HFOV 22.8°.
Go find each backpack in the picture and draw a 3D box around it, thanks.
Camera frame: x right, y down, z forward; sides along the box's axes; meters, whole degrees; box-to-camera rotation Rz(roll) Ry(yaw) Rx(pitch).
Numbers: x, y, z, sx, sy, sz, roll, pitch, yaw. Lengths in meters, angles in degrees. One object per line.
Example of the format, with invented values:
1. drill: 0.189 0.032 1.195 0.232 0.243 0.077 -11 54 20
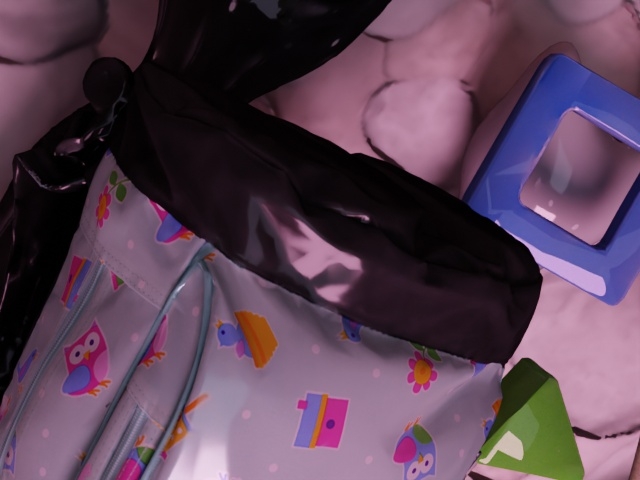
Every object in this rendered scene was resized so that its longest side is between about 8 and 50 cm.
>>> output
1. backpack: -0.031 0.059 0.445 0.152 0.115 0.182 24 100 -30

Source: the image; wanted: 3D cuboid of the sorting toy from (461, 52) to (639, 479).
1. sorting toy: 0.204 0.043 0.556 0.347 0.047 0.196 14 96 -10

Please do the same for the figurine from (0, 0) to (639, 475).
1. figurine: 0.000 0.000 0.542 0.215 0.092 0.209 28 104 -28
